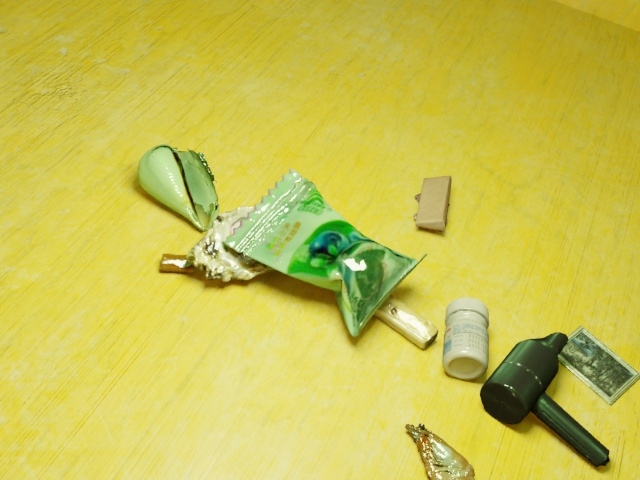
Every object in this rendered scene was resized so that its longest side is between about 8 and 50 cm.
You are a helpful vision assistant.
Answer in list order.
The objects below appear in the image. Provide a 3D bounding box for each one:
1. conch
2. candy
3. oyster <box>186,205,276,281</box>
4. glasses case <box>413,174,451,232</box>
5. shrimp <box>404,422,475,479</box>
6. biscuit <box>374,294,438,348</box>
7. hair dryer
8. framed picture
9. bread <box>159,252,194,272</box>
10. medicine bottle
[{"bbox_3d":[-0.344,-0.148,1.995,0.250,0.137,0.143,28,46,14],"label":"conch"},{"bbox_3d":[0.009,0.020,1.840,0.398,0.172,0.263,36,59,6],"label":"candy"},{"bbox_3d":[-0.169,0.009,1.925,0.354,0.107,0.201,-6,67,-34],"label":"oyster"},{"bbox_3d":[0.300,-0.087,2.149,0.102,0.070,0.193,-5,43,21],"label":"glasses case"},{"bbox_3d":[0.241,0.441,1.627,0.091,0.043,0.184,-24,57,-27],"label":"shrimp"},{"bbox_3d":[0.185,0.182,1.860,0.188,0.052,0.056,33,59,21],"label":"biscuit"},{"bbox_3d":[0.530,0.354,1.753,0.302,0.116,0.244,43,51,12],"label":"hair dryer"},{"bbox_3d":[0.655,0.292,1.891,0.142,0.011,0.183,-28,58,-33],"label":"framed picture"},{"bbox_3d":[-0.336,0.054,1.873,0.083,0.036,0.047,5,54,-11],"label":"bread"},{"bbox_3d":[0.333,0.224,1.816,0.105,0.105,0.168,14,45,0],"label":"medicine bottle"}]
